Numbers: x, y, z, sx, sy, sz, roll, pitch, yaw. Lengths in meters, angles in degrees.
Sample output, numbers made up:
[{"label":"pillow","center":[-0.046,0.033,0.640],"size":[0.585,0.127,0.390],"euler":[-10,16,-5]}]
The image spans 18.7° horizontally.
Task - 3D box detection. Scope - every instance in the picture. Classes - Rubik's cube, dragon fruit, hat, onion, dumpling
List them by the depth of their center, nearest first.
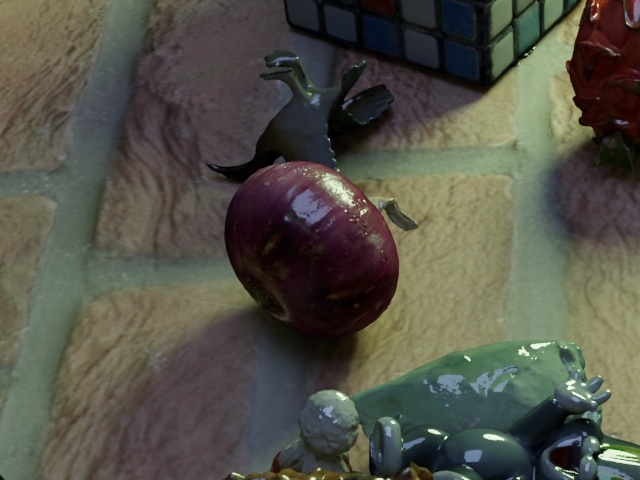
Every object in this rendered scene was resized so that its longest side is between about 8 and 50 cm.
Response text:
[{"label":"hat","center":[-0.001,0.192,1.589],"size":[0.093,0.162,0.112],"euler":[-32,49,-28]},{"label":"dumpling","center":[0.134,0.156,1.655],"size":[0.217,0.105,0.149],"euler":[-7,39,-1]},{"label":"onion","center":[-0.008,0.006,1.804],"size":[0.177,0.177,0.153],"euler":[15,73,24]},{"label":"dragon fruit","center":[0.338,-0.177,1.965],"size":[0.172,0.209,0.172],"euler":[5,18,-2]},{"label":"Rubik's cube","center":[0.136,-0.387,2.165],"size":[0.287,0.293,0.292],"euler":[20,48,29]}]

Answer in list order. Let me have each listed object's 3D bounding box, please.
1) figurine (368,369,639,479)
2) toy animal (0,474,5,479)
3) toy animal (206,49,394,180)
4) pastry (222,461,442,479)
[{"label":"figurine","center":[0.171,0.214,1.548],"size":[0.265,0.140,0.193],"euler":[0,41,4]},{"label":"toy animal","center":[-0.359,0.264,1.544],"size":[0.249,0.174,0.289],"euler":[10,41,20]},{"label":"toy animal","center":[-0.025,-0.119,1.995],"size":[0.197,0.160,0.272],"euler":[3,33,14]},{"label":"pastry","center":[0.022,0.316,1.334],"size":[0.405,0.292,0.337],"euler":[-26,42,-28]}]
